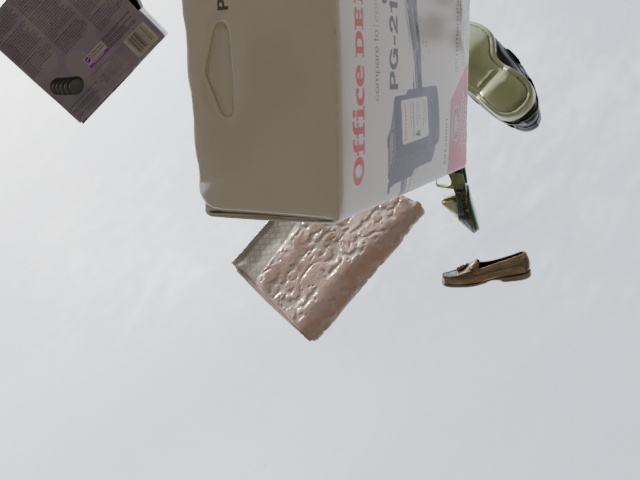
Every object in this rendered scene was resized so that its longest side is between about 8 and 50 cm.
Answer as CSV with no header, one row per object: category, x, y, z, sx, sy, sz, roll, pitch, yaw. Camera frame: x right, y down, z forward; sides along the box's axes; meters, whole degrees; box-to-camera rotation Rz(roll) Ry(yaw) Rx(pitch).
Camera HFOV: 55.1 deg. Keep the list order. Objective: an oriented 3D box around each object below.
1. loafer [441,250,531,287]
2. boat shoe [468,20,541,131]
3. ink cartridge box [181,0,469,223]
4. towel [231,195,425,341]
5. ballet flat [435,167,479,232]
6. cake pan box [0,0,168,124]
loafer,0.234,0.039,0.874,0.125,0.045,0.039,-8,-70,14
boat shoe,0.371,-0.349,1.316,0.127,0.340,0.113,-45,-47,17
ink cartridge box,0.023,-0.120,0.425,0.100,0.237,0.172,6,-73,29
towel,0.000,0.000,1.245,0.332,0.053,0.317,-50,-135,-6
ballet flat,0.249,-0.097,1.140,0.070,0.070,0.189,-16,-68,3
cake pan box,-0.470,-0.406,1.189,0.267,0.070,0.245,-42,-66,13
